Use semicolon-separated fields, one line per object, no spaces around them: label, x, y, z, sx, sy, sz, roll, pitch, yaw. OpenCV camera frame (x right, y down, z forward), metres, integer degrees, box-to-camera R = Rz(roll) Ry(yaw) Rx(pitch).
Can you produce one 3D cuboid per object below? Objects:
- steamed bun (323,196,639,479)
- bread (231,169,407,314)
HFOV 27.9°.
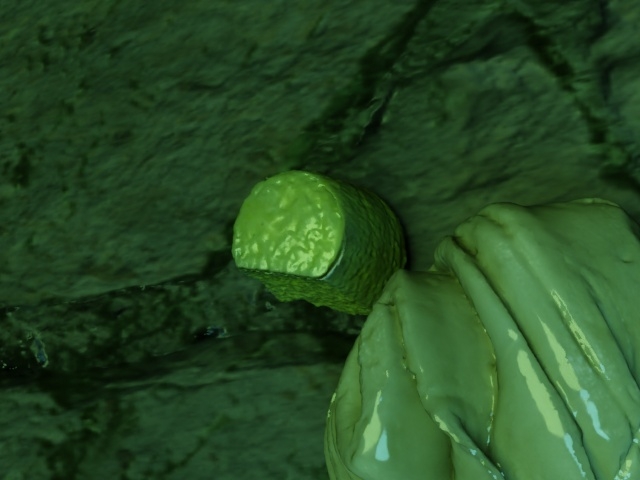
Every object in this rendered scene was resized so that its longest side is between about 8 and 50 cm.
steamed bun;0.134;0.119;0.923;0.289;0.203;0.276;-39;67;20
bread;0.000;0.000;1.067;0.129;0.114;0.111;2;79;27
